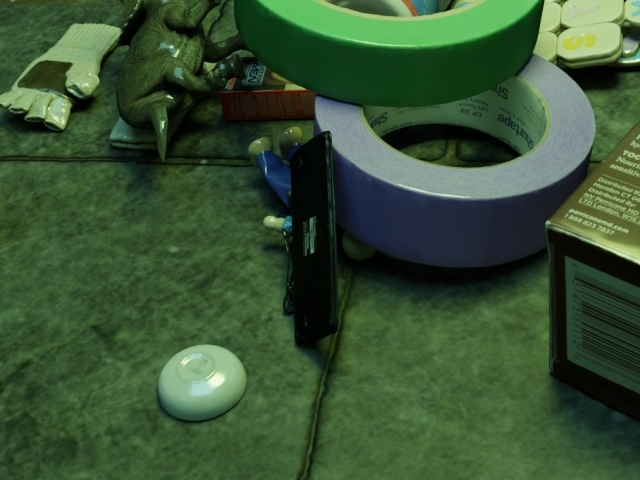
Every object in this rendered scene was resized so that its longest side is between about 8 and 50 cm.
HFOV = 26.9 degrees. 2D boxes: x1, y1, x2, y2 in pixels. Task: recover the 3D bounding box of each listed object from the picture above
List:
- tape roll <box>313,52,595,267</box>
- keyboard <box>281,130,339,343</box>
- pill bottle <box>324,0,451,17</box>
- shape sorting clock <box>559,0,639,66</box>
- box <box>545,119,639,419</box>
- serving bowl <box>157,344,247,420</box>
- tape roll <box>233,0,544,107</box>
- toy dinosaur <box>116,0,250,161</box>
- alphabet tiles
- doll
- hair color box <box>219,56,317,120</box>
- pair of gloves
[{"bbox_3d":[0.129,-0.097,1.332,0.275,0.090,0.275,1,42,-1],"label":"tape roll"},{"bbox_3d":[0.000,0.000,1.260,0.038,0.100,0.192,8,73,-29],"label":"keyboard"},{"bbox_3d":[0.096,-0.306,1.575,0.124,0.124,0.221,12,47,23],"label":"pill bottle"},{"bbox_3d":[0.352,-0.271,1.546,0.206,0.040,0.206,-6,42,5],"label":"shape sorting clock"},{"bbox_3d":[0.353,-0.038,1.182,0.143,0.191,0.381,26,53,33],"label":"box"},{"bbox_3d":[-0.110,0.124,1.220,0.083,0.027,0.083,-5,42,5],"label":"serving bowl"},{"bbox_3d":[0.071,-0.265,1.387,0.321,0.077,0.321,1,44,-1],"label":"tape roll"},{"bbox_3d":[-0.168,-0.190,1.486,0.160,0.121,0.313,-18,56,24],"label":"toy dinosaur"},{"bbox_3d":[0.283,-0.290,1.551,0.278,0.021,0.284,-6,43,21],"label":"alphabet tiles"},{"bbox_3d":[-0.003,-0.040,1.363,0.129,0.046,0.189,-21,48,-26],"label":"doll"},{"bbox_3d":[-0.038,-0.174,1.517,0.141,0.043,0.072,-1,42,10],"label":"hair color box"},{"bbox_3d":[-0.242,-0.194,1.582,0.240,0.042,0.204,12,46,22],"label":"pair of gloves"}]
